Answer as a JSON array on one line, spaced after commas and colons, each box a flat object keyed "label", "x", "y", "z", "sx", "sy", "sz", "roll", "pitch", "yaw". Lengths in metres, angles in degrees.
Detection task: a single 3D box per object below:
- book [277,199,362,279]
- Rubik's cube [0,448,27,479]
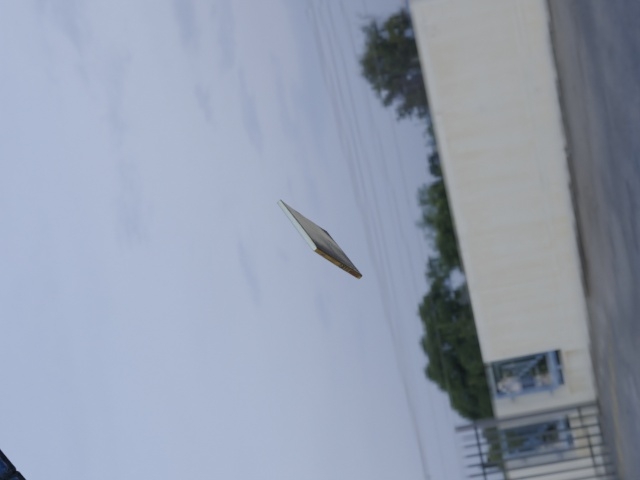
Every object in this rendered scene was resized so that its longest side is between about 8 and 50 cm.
[{"label": "book", "x": 0.000, "y": 0.000, "z": 1.694, "sx": 0.118, "sy": 0.012, "sz": 0.172, "roll": 53, "pitch": -170, "yaw": 32}, {"label": "Rubik's cube", "x": -0.477, "y": 0.353, "z": 1.175, "sx": 0.237, "sy": 0.238, "sz": 0.237, "roll": 47, "pitch": -133, "yaw": 10}]
